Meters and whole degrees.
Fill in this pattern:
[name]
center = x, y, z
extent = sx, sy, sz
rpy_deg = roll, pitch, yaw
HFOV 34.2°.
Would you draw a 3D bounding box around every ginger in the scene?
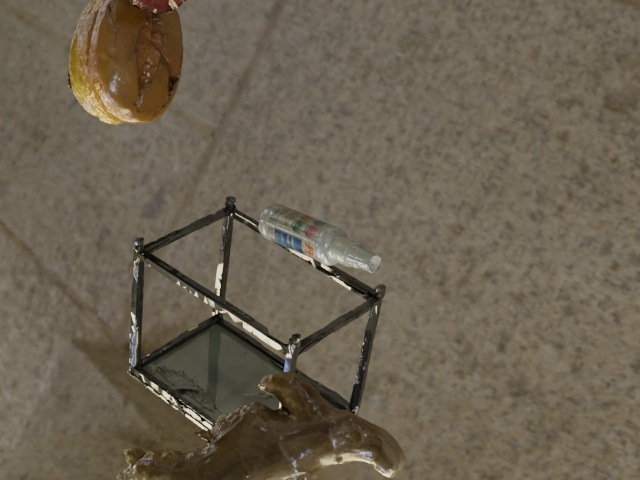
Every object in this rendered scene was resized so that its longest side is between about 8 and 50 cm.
[ginger]
center = -0.079, 0.254, 1.231
extent = 0.333, 0.080, 0.166
rpy_deg = -22, 83, 4

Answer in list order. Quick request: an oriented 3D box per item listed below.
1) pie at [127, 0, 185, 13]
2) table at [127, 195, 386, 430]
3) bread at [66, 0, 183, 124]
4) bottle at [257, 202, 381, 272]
[pie]
center = -0.271, -0.452, 1.774
extent = 0.154, 0.154, 0.036
rpy_deg = -52, 56, 18
[table]
center = -0.111, 0.142, 1.638
extent = 0.335, 0.222, 0.272
rpy_deg = 30, 127, 29
[bread]
center = -0.344, -0.339, 1.877
extent = 0.142, 0.195, 0.270
rpy_deg = -10, 65, 37
[bottle]
center = 0.000, 0.000, 1.489
extent = 0.217, 0.060, 0.060
rpy_deg = 21, 92, 43
